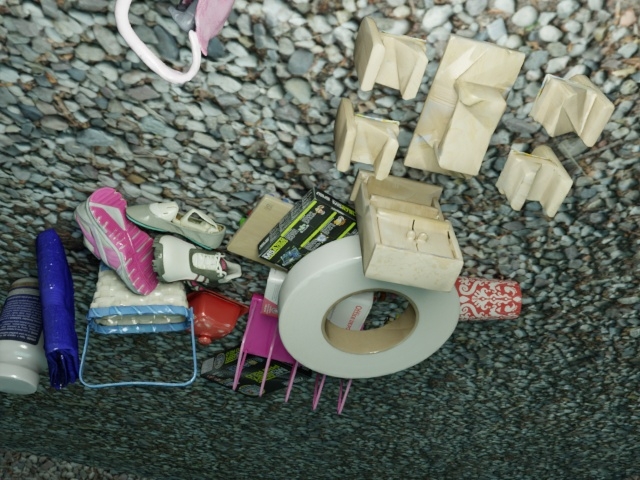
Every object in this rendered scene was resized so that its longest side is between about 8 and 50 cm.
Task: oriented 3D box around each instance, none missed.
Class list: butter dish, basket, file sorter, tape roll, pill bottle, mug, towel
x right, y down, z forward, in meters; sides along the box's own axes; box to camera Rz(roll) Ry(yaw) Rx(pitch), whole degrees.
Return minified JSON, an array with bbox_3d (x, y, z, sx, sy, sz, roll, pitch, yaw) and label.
[{"bbox_3d":[-0.287,0.210,1.739,0.160,0.118,0.160,28,138,-30],"label":"butter dish"},{"bbox_3d":[-0.406,0.191,1.557,0.254,0.289,0.201,2,156,-7],"label":"basket"},{"bbox_3d":[-0.059,0.295,1.709,0.290,0.182,0.202,14,126,-1],"label":"file sorter"},{"bbox_3d":[0.101,0.149,1.446,0.392,0.072,0.392,-3,132,-4],"label":"tape roll"},{"bbox_3d":[-0.734,0.239,1.700,0.153,0.265,0.153,3,145,2],"label":"pill bottle"},{"bbox_3d":[0.365,0.128,1.586,0.169,0.150,0.113,2,109,-3],"label":"mug"},{"bbox_3d":[-0.590,0.155,1.541,0.076,0.308,0.228,-6,150,-22],"label":"towel"}]

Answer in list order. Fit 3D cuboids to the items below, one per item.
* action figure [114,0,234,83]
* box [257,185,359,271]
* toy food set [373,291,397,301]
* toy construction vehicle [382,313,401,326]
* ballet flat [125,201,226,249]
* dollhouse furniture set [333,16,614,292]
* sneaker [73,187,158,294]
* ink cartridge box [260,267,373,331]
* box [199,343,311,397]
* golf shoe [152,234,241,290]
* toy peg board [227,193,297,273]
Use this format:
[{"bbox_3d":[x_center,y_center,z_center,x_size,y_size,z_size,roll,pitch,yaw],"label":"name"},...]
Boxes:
[{"bbox_3d":[-0.089,-0.383,0.740,0.370,0.276,0.248,-11,139,44],"label":"action figure"},{"bbox_3d":[0.000,0.000,1.378,0.184,0.045,0.190,28,125,-27],"label":"box"},{"bbox_3d":[0.147,0.129,1.658,0.078,0.019,0.122,29,139,-32],"label":"toy food set"},{"bbox_3d":[0.212,0.225,1.777,0.086,0.035,0.098,16,144,-17],"label":"toy construction vehicle"},{"bbox_3d":[-0.298,-0.046,1.427,0.213,0.072,0.068,22,114,-26],"label":"ballet flat"},{"bbox_3d":[0.193,-0.152,1.134,0.362,0.256,0.394,11,124,-10],"label":"dollhouse furniture set"},{"bbox_3d":[-0.432,0.006,1.449,0.111,0.103,0.252,-7,117,39],"label":"sneaker"},{"bbox_3d":[-0.007,0.120,1.575,0.237,0.100,0.172,14,145,-3],"label":"ink cartridge box"},{"bbox_3d":[-0.193,0.385,2.035,0.270,0.060,0.216,-26,135,37],"label":"box"},{"bbox_3d":[-0.270,0.043,1.473,0.120,0.105,0.273,-7,168,14],"label":"golf shoe"},{"bbox_3d":[-0.088,-0.031,1.420,0.161,0.079,0.160,22,126,-27],"label":"toy peg board"}]
